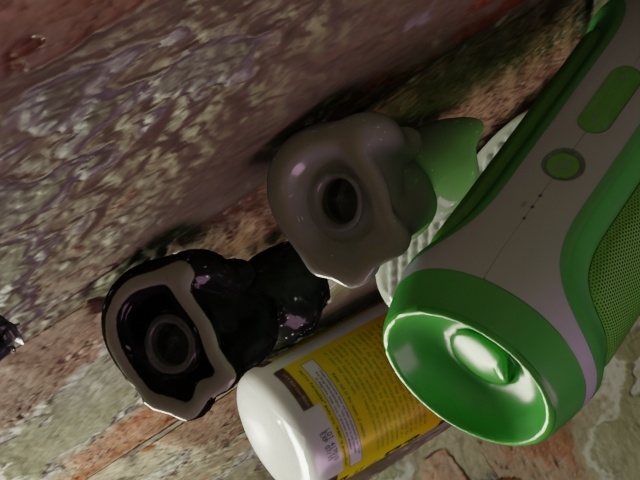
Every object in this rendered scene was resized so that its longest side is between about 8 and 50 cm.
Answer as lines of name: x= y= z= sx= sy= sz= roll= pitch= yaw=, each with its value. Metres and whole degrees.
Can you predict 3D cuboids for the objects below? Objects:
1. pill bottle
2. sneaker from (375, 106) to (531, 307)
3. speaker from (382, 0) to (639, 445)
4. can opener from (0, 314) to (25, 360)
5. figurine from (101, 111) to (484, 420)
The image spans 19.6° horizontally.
pill bottle: x=0.046 y=0.116 z=1.538 sx=0.215 sy=0.117 sz=0.117 roll=-27 pitch=166 yaw=-23
sneaker: x=0.175 y=-0.045 z=1.321 sx=0.282 sy=0.102 sz=0.161 roll=-30 pitch=176 yaw=42
speaker: x=0.156 y=-0.025 z=1.061 sx=0.296 sy=0.131 sz=0.131 roll=-52 pitch=178 yaw=-30
can opener: x=-0.171 y=0.031 z=0.833 sx=0.073 sy=0.059 sz=0.186 roll=-28 pitch=167 yaw=-19
figurine: x=0.000 y=0.000 z=1.105 sx=0.215 sy=0.092 sz=0.209 roll=-39 pitch=174 yaw=22
